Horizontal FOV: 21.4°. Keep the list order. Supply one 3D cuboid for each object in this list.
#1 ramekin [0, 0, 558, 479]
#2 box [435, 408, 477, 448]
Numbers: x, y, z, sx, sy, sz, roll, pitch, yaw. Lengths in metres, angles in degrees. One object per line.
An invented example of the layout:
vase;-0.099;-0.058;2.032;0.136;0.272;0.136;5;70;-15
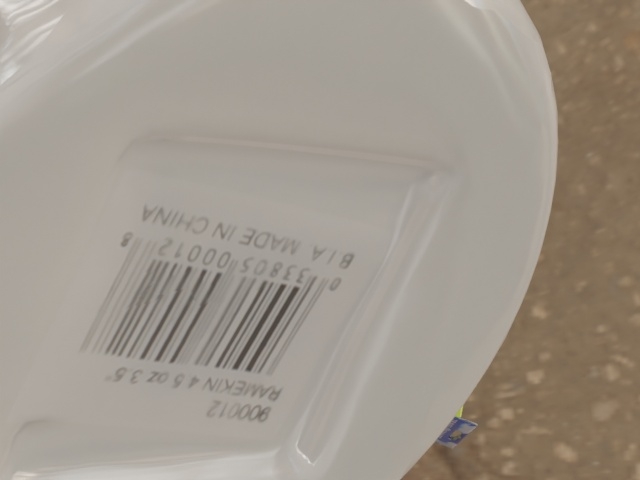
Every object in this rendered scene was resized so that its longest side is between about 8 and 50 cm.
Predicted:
ramekin;-0.060;-0.010;0.513;0.277;0.277;0.135;-31;47;-18
box;0.088;0.186;1.962;0.178;0.109;0.042;18;66;-5
